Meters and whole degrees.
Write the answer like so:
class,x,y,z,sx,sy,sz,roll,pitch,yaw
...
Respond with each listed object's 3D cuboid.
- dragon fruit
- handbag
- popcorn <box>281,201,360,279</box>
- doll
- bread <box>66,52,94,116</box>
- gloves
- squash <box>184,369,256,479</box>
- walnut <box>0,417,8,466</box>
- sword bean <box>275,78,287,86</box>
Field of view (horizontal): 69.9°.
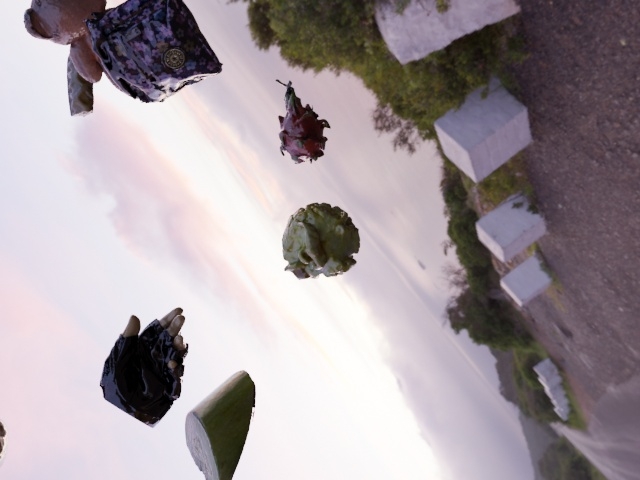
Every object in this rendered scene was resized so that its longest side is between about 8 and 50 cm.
class,x,y,z,sx,sy,sz,roll,pitch,yaw
dragon fruit,-0.054,-0.329,1.294,0.137,0.235,0.135,11,-157,33
handbag,-0.338,-0.389,0.933,0.126,0.208,0.228,57,180,34
popcorn,0.000,0.000,0.816,0.162,0.142,0.135,78,-172,-64
doll,-0.517,-0.466,1.061,0.156,0.201,0.303,27,167,33
bread,-0.765,-0.509,1.467,0.088,0.231,0.128,5,175,-34
gloves,-0.311,0.221,0.855,0.164,0.203,0.124,39,154,-15
squash,-0.222,0.440,1.091,0.237,0.155,0.203,15,110,52
walnut,-0.895,0.501,1.052,0.285,0.297,0.285,30,124,59
sword bean,-0.130,-0.531,1.551,0.012,0.012,0.083,52,-162,9
